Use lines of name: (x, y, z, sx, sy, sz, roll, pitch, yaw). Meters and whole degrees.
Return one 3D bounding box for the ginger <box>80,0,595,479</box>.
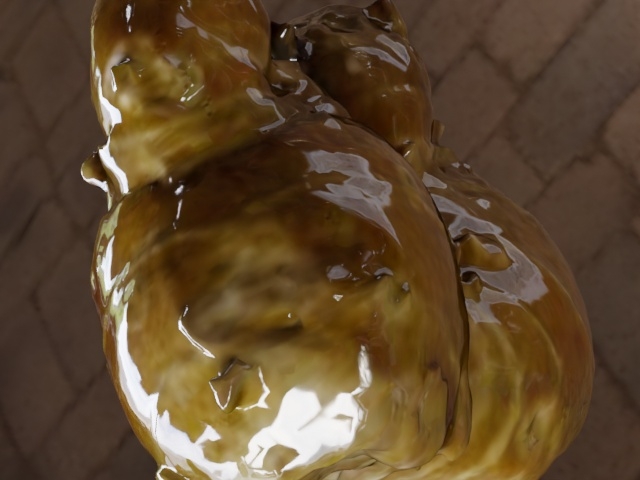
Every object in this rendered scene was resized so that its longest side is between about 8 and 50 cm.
ginger: (0.005, 0.005, 0.786, 0.152, 0.357, 0.274, -36, 66, 17)
